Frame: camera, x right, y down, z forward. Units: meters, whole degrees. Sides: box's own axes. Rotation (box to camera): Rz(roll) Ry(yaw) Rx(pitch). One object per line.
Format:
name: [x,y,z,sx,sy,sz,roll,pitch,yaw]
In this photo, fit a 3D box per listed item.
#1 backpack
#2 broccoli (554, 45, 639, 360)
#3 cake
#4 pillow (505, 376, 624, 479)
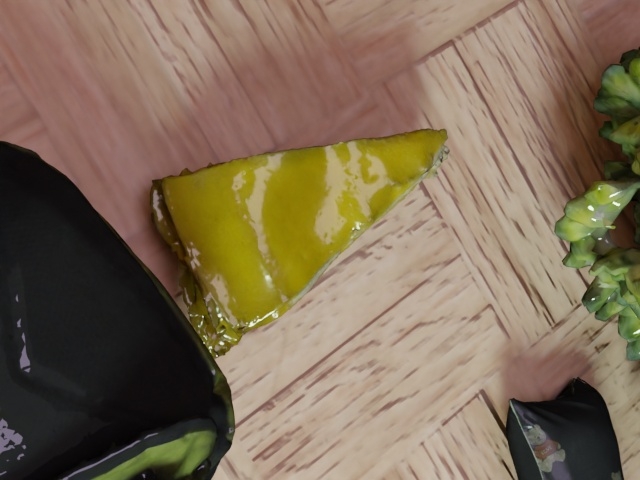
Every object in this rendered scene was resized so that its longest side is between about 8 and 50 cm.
backpack: [-0.166,0.087,0.469,0.207,0.140,0.253,50,57,-10]
broccoli: [0.320,0.002,0.729,0.324,0.272,0.334,7,82,12]
cake: [0.002,-0.001,0.621,0.185,0.079,0.116,-3,79,-35]
pillow: [0.164,0.166,0.698,0.090,0.048,0.150,-7,82,-28]
